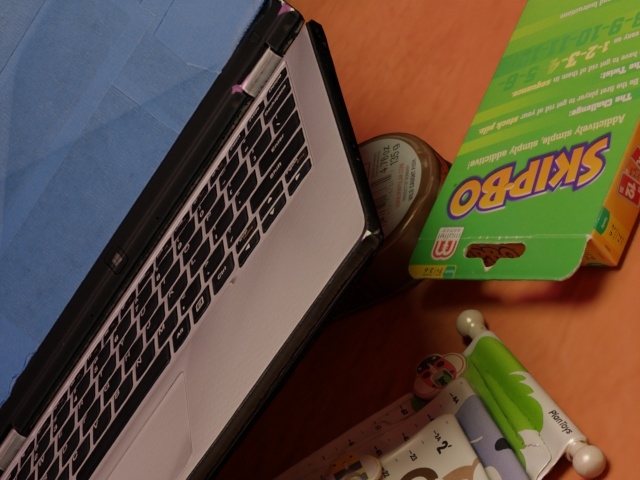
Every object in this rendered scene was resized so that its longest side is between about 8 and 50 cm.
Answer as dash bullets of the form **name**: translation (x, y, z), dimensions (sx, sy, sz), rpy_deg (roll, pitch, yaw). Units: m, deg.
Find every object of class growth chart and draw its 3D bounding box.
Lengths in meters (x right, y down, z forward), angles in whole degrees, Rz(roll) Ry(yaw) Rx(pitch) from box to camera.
- **growth chart**: translation (0.023, 0.138, 0.888), dimensions (0.237, 0.021, 0.172), rpy_deg (-34, 34, -10)

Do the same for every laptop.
- **laptop**: translation (-0.189, 0.001, 1.011), dimensions (0.382, 0.236, 0.408), rpy_deg (-55, 21, 20)

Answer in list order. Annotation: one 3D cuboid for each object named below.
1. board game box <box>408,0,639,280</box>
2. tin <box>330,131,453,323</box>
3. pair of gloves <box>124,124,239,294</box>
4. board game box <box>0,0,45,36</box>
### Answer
- **board game box**: translation (0.144, -0.082, 1.002), dimensions (0.124, 0.039, 0.259), rpy_deg (-1, 54, 49)
- **tin**: translation (0.000, 0.000, 1.085), dimensions (0.190, 0.040, 0.106), rpy_deg (-25, 37, 32)
- **pair of gloves**: translation (-0.097, 0.015, 1.143), dimensions (0.159, 0.023, 0.198), rpy_deg (-44, 29, 40)
- **board game box**: translation (-0.228, -0.190, 1.266), dimensions (0.319, 0.066, 0.318), rpy_deg (-34, 36, 21)
